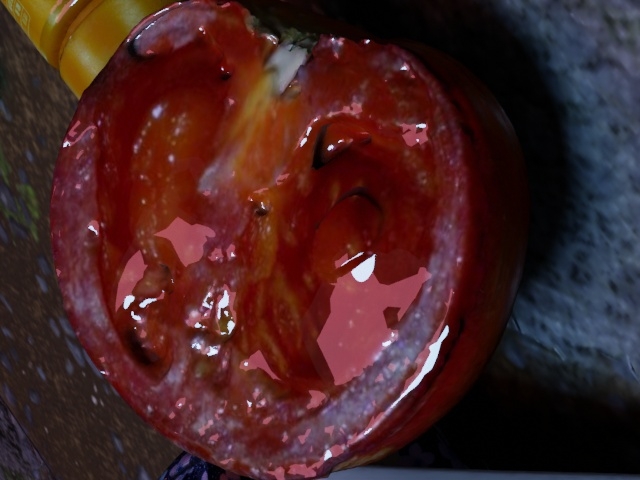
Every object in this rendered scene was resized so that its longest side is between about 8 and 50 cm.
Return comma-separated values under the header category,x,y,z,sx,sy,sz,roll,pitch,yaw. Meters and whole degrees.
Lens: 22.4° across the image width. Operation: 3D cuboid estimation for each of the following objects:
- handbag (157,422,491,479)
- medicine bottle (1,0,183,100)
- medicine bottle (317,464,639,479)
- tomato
category,x,y,z,sx,sy,sz,roll,pitch,yaw
handbag,0.021,0.166,0.868,0.208,0.127,0.229,50,136,-1
medicine bottle,-0.138,-0.163,0.858,0.192,0.096,0.096,53,149,15
medicine bottle,0.056,0.176,0.720,0.296,0.111,0.161,-3,123,22
tomato,0.000,0.000,0.732,0.233,0.140,0.200,27,102,36
